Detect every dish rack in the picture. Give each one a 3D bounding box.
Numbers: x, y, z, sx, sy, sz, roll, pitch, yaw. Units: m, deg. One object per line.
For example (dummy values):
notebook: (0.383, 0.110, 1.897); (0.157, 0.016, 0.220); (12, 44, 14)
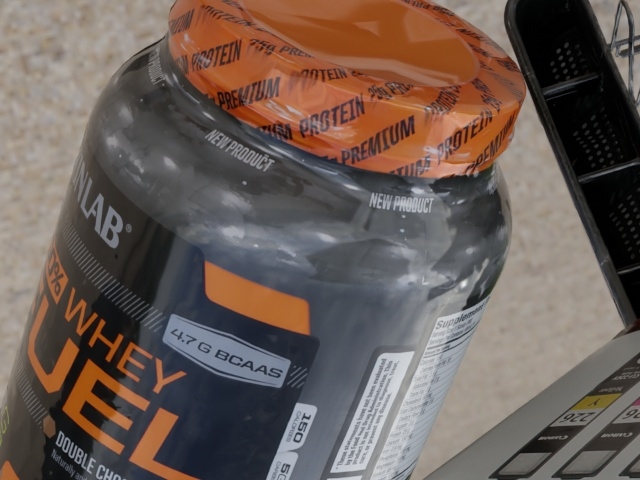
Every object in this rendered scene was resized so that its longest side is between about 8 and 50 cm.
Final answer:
dish rack: (0.239, -0.054, 0.800); (0.271, 0.208, 0.074); (-16, 152, -3)

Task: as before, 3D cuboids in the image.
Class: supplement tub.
supplement tub: (-0.037, 0.045, 0.843); (0.207, 0.207, 0.338); (-4, 124, -41)

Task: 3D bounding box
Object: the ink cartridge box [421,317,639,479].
ink cartridge box: (0.188, 0.091, 0.461); (0.272, 0.130, 0.309); (-30, -167, -40)
